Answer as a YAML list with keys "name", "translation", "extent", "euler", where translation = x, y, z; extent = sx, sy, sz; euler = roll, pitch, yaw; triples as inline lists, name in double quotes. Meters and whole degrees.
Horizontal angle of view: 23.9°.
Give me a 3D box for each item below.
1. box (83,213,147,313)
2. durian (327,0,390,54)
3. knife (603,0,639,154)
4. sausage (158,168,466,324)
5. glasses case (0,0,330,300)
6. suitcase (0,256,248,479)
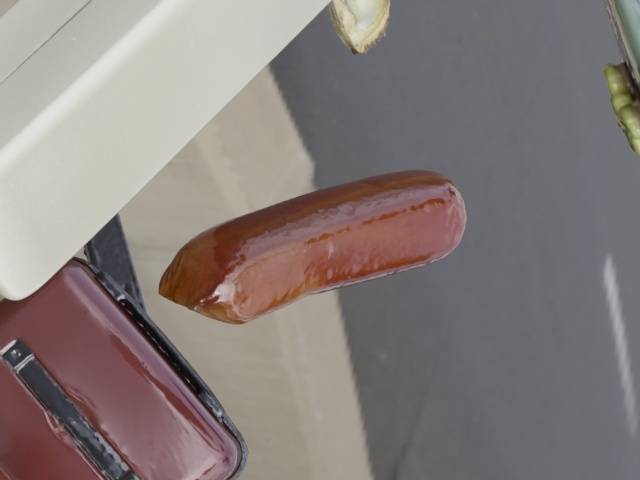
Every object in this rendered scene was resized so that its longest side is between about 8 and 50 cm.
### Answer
- name: "box"
  translation: [-0.244, 0.114, 1.912]
  extent: [0.211, 0.058, 0.350]
  euler: [92, -20, -61]
- name: "durian"
  translation: [0.007, -0.183, 1.034]
  extent: [0.066, 0.052, 0.130]
  euler: [-12, 78, -46]
- name: "knife"
  translation: [0.204, -0.043, 0.884]
  extent: [0.398, 0.038, 0.132]
  euler: [46, 26, -60]
- name: "sausage"
  translation: [0.000, 0.000, 1.230]
  extent: [0.300, 0.089, 0.083]
  euler: [-16, 126, -39]
- name: "glasses case"
  translation: [-0.102, -0.112, 0.859]
  extent: [0.313, 0.070, 0.131]
  euler: [-47, 158, -18]
- name: "suitcase"
  translation: [-0.238, 0.183, 1.531]
  extent: [0.236, 0.297, 0.161]
  euler: [-41, 175, -6]
